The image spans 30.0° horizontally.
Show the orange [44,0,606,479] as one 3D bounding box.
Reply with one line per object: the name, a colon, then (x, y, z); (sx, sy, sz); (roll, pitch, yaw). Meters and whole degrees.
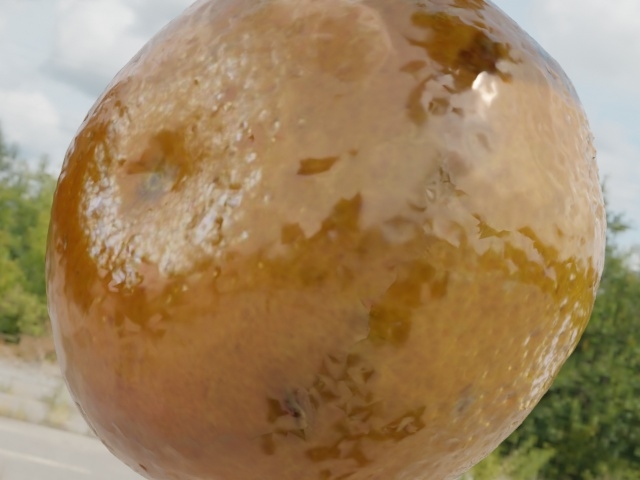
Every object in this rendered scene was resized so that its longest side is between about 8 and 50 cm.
orange: (0.000, 0.000, 0.464); (0.224, 0.224, 0.170); (9, -14, 43)
